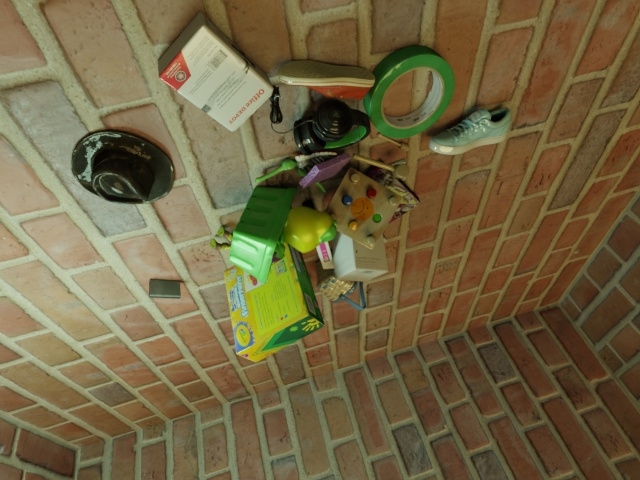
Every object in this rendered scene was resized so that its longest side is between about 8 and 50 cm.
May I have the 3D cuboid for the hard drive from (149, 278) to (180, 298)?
[{"bbox_3d":[-0.718,0.224,1.876,0.135,0.094,0.022,8,134,-30],"label":"hard drive"}]

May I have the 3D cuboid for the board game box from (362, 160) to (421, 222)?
[{"bbox_3d":[0.285,-0.202,1.836,0.208,0.056,0.347,-30,141,27],"label":"board game box"}]

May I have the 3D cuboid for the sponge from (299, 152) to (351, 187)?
[{"bbox_3d":[0.020,-0.271,1.563,0.210,0.031,0.117,-30,173,-44],"label":"sponge"}]

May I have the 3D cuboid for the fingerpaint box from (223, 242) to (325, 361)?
[{"bbox_3d":[-0.224,0.263,1.853,0.371,0.445,0.163,-30,141,11],"label":"fingerpaint box"}]

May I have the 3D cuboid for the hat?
[{"bbox_3d":[-0.663,-0.203,1.378,0.331,0.134,0.331,-12,139,-11],"label":"hat"}]

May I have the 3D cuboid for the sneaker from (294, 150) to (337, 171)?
[{"bbox_3d":[-0.015,-0.305,1.562,0.170,0.063,0.074,-13,113,-20],"label":"sneaker"}]

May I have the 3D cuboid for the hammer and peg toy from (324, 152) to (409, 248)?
[{"bbox_3d":[0.187,-0.179,1.655,0.266,0.127,0.361,28,93,-6],"label":"hammer and peg toy"}]

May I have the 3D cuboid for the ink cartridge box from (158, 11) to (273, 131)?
[{"bbox_3d":[-0.307,-0.489,1.210,0.197,0.114,0.273,-38,137,19],"label":"ink cartridge box"}]

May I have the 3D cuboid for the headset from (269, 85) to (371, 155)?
[{"bbox_3d":[-0.007,-0.410,1.392,0.394,0.185,0.243,-4,171,-41],"label":"headset"}]

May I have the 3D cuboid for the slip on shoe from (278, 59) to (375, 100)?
[{"bbox_3d":[0.021,-0.513,1.327,0.331,0.123,0.101,-5,143,-25],"label":"slip on shoe"}]

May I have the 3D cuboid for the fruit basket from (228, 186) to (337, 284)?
[{"bbox_3d":[-0.131,-0.029,1.584,0.392,0.392,0.283,0,137,-23],"label":"fruit basket"}]

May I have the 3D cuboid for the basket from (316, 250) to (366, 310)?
[{"bbox_3d":[0.121,0.209,2.090,0.201,0.254,0.289,-35,129,28],"label":"basket"}]

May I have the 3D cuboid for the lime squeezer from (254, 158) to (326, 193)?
[{"bbox_3d":[-0.096,-0.257,1.589,0.310,0.059,0.110,5,94,-31],"label":"lime squeezer"}]

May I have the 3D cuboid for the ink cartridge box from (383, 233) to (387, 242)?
[{"bbox_3d":[0.227,0.003,2.037,0.175,0.072,0.127,-37,138,19],"label":"ink cartridge box"}]

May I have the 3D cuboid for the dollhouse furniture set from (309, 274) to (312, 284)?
[{"bbox_3d":[-0.145,0.263,2.166,0.129,0.129,0.184,10,156,-32],"label":"dollhouse furniture set"}]

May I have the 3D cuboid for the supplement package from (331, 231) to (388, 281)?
[{"bbox_3d":[0.167,0.020,1.827,0.177,0.293,0.175,6,157,-27],"label":"supplement package"}]

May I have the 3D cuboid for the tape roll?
[{"bbox_3d":[0.318,-0.525,1.464,0.321,0.077,0.321,-12,140,-11],"label":"tape roll"}]

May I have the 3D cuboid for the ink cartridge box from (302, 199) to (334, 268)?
[{"bbox_3d":[0.000,0.000,1.856,0.069,0.175,0.371,-20,141,0],"label":"ink cartridge box"}]

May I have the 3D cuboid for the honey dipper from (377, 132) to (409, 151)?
[{"bbox_3d":[0.292,-0.398,1.638,0.161,0.030,0.030,14,130,-31],"label":"honey dipper"}]

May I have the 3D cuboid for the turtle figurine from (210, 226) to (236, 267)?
[{"bbox_3d":[-0.373,0.032,1.805,0.217,0.087,0.269,21,126,-39],"label":"turtle figurine"}]

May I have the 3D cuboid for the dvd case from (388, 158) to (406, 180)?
[{"bbox_3d":[0.332,-0.298,1.781,0.087,0.013,0.119,-19,140,-2],"label":"dvd case"}]

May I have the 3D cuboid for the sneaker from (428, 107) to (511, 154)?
[{"bbox_3d":[0.602,-0.458,1.635,0.366,0.135,0.150,-18,134,-16],"label":"sneaker"}]
